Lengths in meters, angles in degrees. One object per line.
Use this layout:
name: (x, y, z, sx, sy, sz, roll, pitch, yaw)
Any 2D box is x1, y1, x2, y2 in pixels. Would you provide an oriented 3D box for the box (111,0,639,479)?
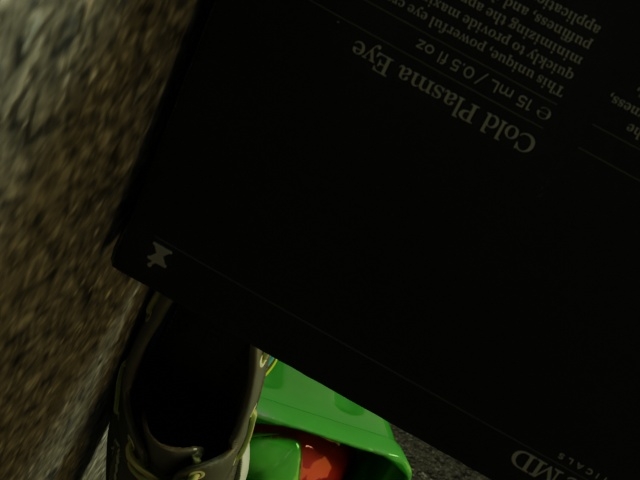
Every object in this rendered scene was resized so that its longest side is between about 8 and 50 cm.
box: (0.118, -0.060, 0.686, 0.312, 0.343, 0.179, -63, 176, 33)

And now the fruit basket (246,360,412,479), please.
fruit basket: (-0.095, 0.327, 1.463, 0.392, 0.283, 0.392, -161, -90, -80)

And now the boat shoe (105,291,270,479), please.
boat shoe: (-0.096, 0.119, 0.957, 0.091, 0.109, 0.305, -50, 163, -63)

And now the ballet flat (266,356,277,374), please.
ballet flat: (-0.066, 0.069, 1.213, 0.077, 0.077, 0.231, -41, -167, 46)
